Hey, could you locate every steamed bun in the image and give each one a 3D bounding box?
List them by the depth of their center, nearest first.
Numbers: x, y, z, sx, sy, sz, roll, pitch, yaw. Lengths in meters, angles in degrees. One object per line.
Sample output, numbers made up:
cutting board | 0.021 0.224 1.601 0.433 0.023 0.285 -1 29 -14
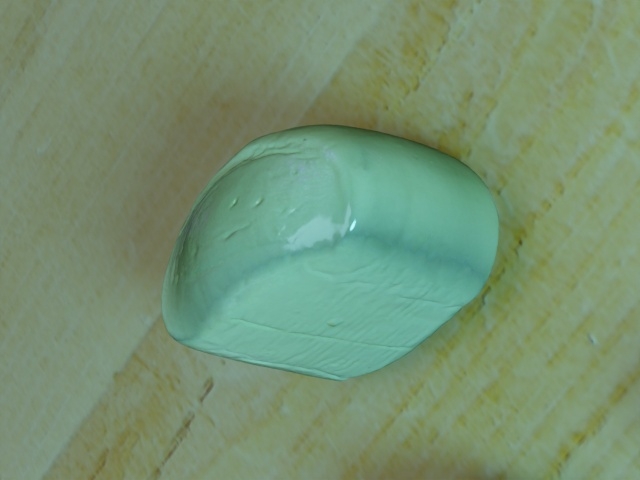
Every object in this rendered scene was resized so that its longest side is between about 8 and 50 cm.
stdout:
steamed bun | 0.000 0.000 1.407 0.250 0.200 0.155 -38 49 42
